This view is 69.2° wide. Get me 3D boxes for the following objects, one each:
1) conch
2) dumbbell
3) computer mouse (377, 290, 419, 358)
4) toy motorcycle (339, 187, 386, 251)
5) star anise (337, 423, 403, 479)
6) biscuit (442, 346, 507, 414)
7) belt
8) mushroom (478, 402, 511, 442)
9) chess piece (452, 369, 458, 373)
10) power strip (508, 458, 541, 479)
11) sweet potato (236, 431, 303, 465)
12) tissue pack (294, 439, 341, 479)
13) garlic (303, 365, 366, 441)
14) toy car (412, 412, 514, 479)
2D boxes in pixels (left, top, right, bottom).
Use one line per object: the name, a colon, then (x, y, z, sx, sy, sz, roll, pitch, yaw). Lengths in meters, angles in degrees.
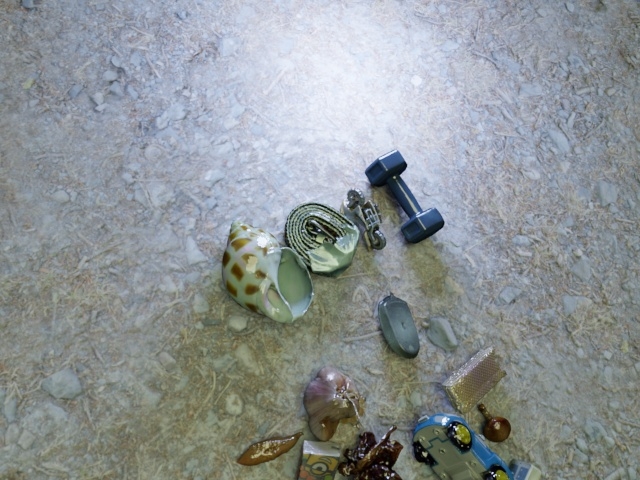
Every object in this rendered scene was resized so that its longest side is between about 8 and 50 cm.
conch: (-0.179, 0.085, 1.421, 0.250, 0.197, 0.367, -12, 82, -27)
dumbbell: (0.292, -0.151, 1.613, 0.144, 0.160, 0.324, -34, 79, 13)
computer mouse: (0.249, 0.279, 1.512, 0.113, 0.068, 0.228, -1, 61, -30)
toy motorcycle: (0.141, -0.067, 1.583, 0.094, 0.130, 0.229, -30, 94, -38)
star anise: (0.135, 0.649, 1.325, 0.126, 0.190, 0.220, 34, 38, -32)
biscuit: (0.492, 0.444, 1.481, 0.239, 0.062, 0.108, -28, 91, -29)
belt: (0.000, 0.000, 1.507, 0.257, 0.150, 0.207, 39, 79, 3)
mushroom: (0.546, 0.582, 1.471, 0.088, 0.073, 0.129, -40, 80, 11)
chess piece: (0.462, 0.469, 1.511, 0.035, 0.035, 0.092, -18, 81, -16)
power strip: (0.543, 0.824, 1.375, 0.043, 0.106, 0.367, 36, 70, 0)
sweet potato: (-0.142, 0.601, 1.342, 0.206, 0.060, 0.068, -12, 114, -24)
tissue pack: (-0.008, 0.639, 1.316, 0.109, 0.060, 0.148, 8, 113, -6)
garlic: (0.077, 0.490, 1.347, 0.207, 0.257, 0.207, -12, 108, -41)
toy car: (0.422, 0.635, 1.380, 0.314, 0.198, 0.166, 48, 38, 9)
